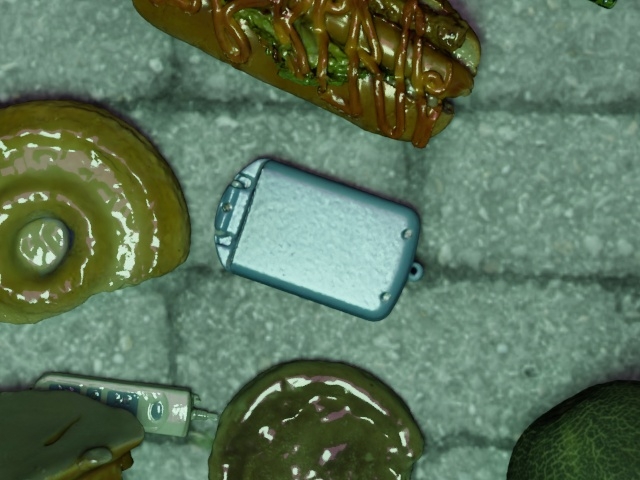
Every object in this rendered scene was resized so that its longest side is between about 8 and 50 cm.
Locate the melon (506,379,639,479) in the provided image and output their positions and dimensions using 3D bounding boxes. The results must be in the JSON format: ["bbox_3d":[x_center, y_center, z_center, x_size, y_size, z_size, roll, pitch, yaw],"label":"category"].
[{"bbox_3d":[0.304,0.276,1.736,0.237,0.237,0.301,-34,92,2],"label":"melon"}]

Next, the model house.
[{"bbox_3d":[-0.288,0.273,1.803,0.219,0.199,0.229,26,127,37],"label":"model house"}]

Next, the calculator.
[{"bbox_3d":[0.000,0.000,1.842,0.210,0.039,0.121,18,93,1],"label":"calculator"}]

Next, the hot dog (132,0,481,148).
[{"bbox_3d":[-0.014,-0.215,1.802,0.349,0.117,0.158,29,92,1],"label":"hot dog"}]

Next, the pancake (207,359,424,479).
[{"bbox_3d":[-0.005,0.235,1.843,0.222,0.042,0.236,27,93,-2],"label":"pancake"}]

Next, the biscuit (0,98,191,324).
[{"bbox_3d":[-0.276,-0.026,1.826,0.274,0.091,0.213,-24,92,4],"label":"biscuit"}]

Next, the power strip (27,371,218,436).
[{"bbox_3d":[-0.194,0.160,1.854,0.191,0.030,0.047,7,91,2],"label":"power strip"}]

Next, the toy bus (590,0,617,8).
[{"bbox_3d":[0.216,-0.287,1.802,0.175,0.101,0.088,20,91,0],"label":"toy bus"}]
